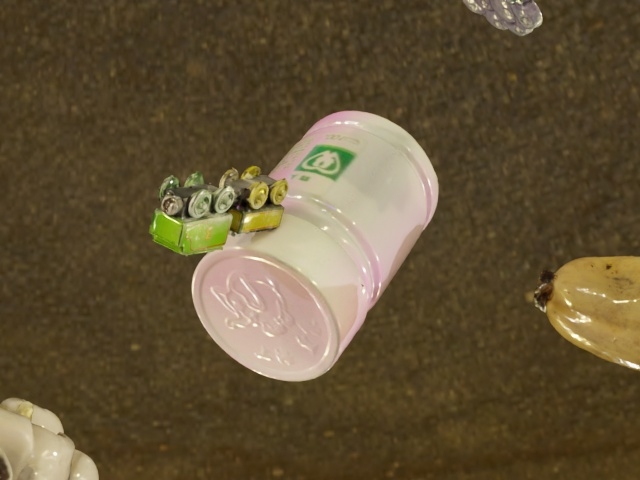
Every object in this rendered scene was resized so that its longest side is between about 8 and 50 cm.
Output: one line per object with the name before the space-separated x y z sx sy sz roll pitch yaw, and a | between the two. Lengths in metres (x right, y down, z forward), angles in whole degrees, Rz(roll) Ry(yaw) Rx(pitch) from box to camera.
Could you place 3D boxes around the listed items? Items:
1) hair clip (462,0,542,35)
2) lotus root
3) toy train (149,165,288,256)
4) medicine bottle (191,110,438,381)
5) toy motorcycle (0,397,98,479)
hair clip | 0.208 -0.289 1.435 0.052 0.124 0.195 -44 169 -8
lotus root | 0.416 0.092 1.714 0.257 0.140 0.154 16 94 17
toy train | -0.109 -0.034 1.428 0.202 0.060 0.081 -12 123 -55
medicine bottle | 0.000 0.000 1.644 0.212 0.325 0.212 17 133 19
toy motorcycle | -0.278 0.145 0.952 0.223 0.340 0.108 24 82 -36
